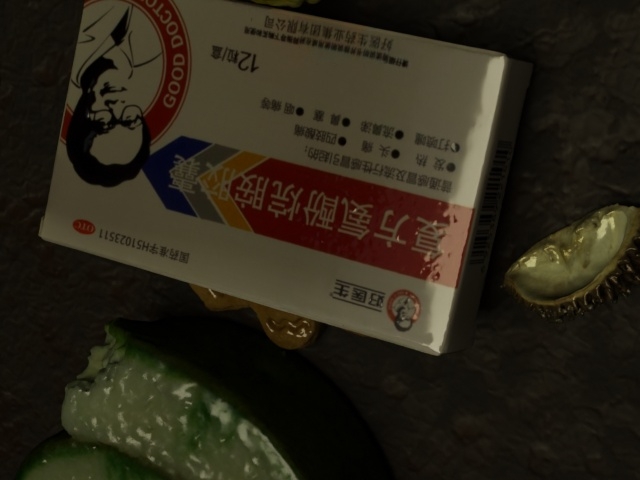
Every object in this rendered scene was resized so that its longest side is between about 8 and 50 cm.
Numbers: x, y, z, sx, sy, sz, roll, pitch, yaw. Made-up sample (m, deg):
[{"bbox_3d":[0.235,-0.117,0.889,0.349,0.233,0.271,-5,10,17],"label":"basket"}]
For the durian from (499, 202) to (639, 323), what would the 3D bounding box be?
[{"bbox_3d":[0.182,0.021,1.068,0.130,0.052,0.066,-30,86,32],"label":"durian"}]

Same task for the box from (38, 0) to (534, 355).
[{"bbox_3d":[-0.036,-0.063,1.126,0.353,0.069,0.214,16,98,26],"label":"box"}]

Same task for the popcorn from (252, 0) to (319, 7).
[{"bbox_3d":[-0.030,-0.253,1.071,0.173,0.142,0.174,20,116,51],"label":"popcorn"}]

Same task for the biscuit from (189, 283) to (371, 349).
[{"bbox_3d":[-0.001,0.001,1.175,0.248,0.035,0.184,8,107,27],"label":"biscuit"}]

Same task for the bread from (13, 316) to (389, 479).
[{"bbox_3d":[-0.118,0.246,1.251,0.366,0.129,0.382,-9,98,31],"label":"bread"}]
